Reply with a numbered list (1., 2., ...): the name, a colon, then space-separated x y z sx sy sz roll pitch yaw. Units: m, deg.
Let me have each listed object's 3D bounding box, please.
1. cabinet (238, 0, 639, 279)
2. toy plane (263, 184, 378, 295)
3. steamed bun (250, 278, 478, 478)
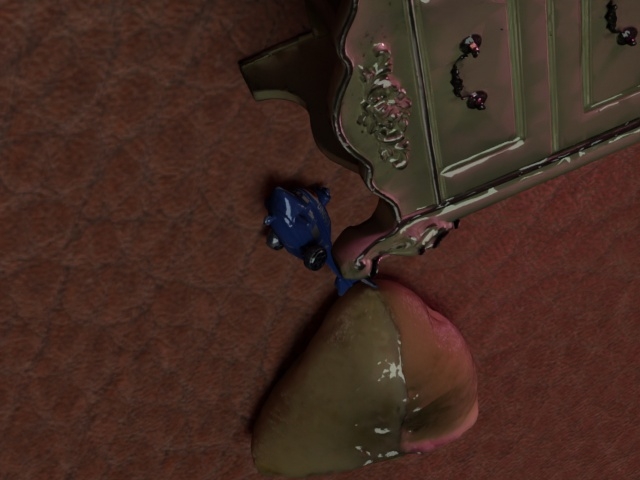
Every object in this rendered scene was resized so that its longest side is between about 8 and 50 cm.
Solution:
1. cabinet: 0.101 -0.184 0.860 0.318 0.227 0.290 -23 143 -7
2. toy plane: 0.000 0.000 1.148 0.062 0.054 0.167 -52 143 -13
3. steamed bun: 0.071 0.145 1.302 0.212 0.110 0.231 2 135 -34
